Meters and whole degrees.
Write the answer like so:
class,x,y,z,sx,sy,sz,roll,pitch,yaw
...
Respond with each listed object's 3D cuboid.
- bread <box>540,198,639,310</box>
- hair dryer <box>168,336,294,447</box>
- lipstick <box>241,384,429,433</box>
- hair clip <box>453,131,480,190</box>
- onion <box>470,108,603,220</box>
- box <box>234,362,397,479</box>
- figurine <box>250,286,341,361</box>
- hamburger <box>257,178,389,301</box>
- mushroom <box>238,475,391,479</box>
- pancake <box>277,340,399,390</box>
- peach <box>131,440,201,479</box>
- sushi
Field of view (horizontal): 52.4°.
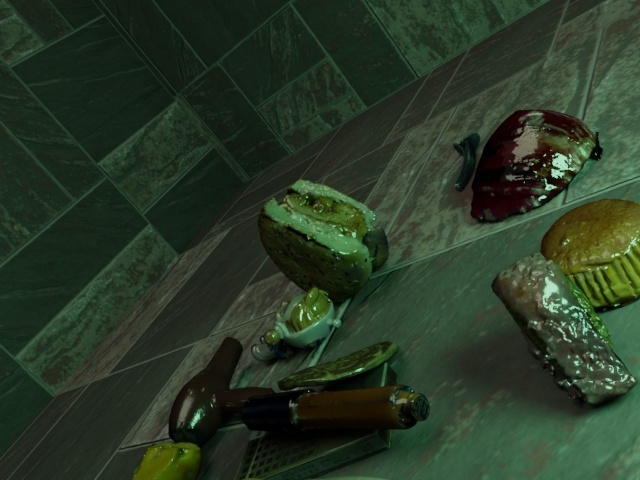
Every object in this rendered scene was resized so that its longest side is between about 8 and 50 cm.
class,x,y,z,sx,sy,sz,roll,pitch,yaw
bread,0.439,0.015,1.029,0.199,0.104,0.199,-33,18,12
hair dryer,-0.174,0.337,1.508,0.341,0.123,0.312,-14,30,33
lipstick,0.009,0.290,1.111,0.418,0.077,0.077,-17,27,45
hair clip,0.403,-0.222,1.816,0.083,0.048,0.275,-25,22,28
onion,0.441,-0.179,1.463,0.280,0.146,0.314,-50,24,-20
box,-0.010,0.351,1.192,0.325,0.047,0.180,-30,20,26
figurine,-0.072,0.219,1.557,0.274,0.133,0.194,-42,-3,22
hamburger,0.012,0.012,1.630,0.318,0.276,0.195,24,55,27
mushroom,0.015,0.394,0.898,0.407,0.137,0.154,-11,45,46
pancake,0.035,0.242,1.248,0.250,0.031,0.250,-18,-6,-2
peach,-0.321,0.490,1.375,0.151,0.118,0.151,-9,-3,0
sushi,0.329,0.110,0.911,0.107,0.161,0.241,-35,16,8
